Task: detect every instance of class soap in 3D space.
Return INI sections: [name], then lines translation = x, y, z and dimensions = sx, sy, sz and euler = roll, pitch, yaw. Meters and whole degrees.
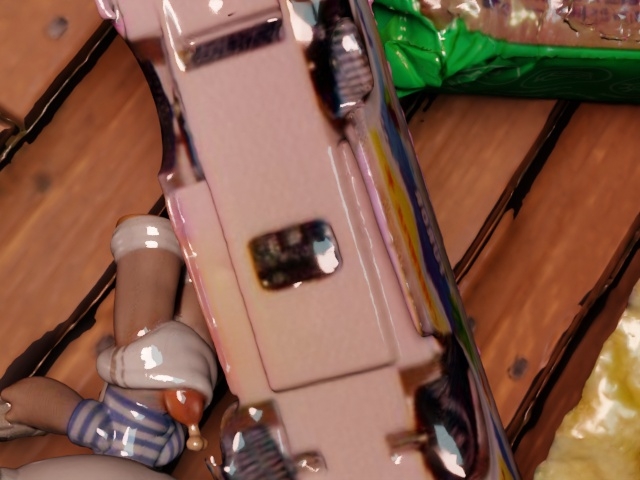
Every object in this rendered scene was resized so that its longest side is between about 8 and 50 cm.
[soap]
translation = 0.149, -0.139, 0.482
dimensions = 0.273, 0.098, 0.218
euler = -1, 83, -17

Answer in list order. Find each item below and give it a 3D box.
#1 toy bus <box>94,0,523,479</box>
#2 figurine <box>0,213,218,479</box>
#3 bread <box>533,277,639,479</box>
[toy bus]
translation = 0.001, 0.000, 0.394
dimensions = 0.090, 0.112, 0.274
euler = -15, 97, 17
[figurine]
translation = -0.077, 0.090, 0.389
dimensions = 0.147, 0.093, 0.197
euler = 34, 44, -40
[bread]
translation = 0.155, 0.024, 0.406
dimensions = 0.088, 0.128, 0.232
euler = 28, 90, 30
